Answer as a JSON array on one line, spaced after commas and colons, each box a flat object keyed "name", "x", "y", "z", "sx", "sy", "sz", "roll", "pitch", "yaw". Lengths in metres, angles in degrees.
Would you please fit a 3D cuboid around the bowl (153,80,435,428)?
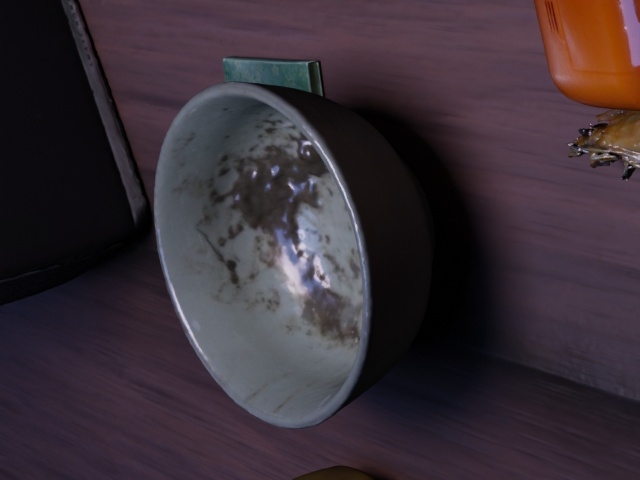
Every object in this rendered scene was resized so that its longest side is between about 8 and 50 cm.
[{"name": "bowl", "x": 0.000, "y": 0.000, "z": 1.452, "sx": 0.289, "sy": 0.146, "sz": 0.289, "roll": 23, "pitch": 121, "yaw": 47}]

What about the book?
[{"name": "book", "x": -0.040, "y": -0.112, "z": 1.572, "sx": 0.135, "sy": 0.017, "sz": 0.103, "roll": 10, "pitch": 112, "yaw": 53}]

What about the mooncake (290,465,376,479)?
[{"name": "mooncake", "x": 0.040, "y": 0.323, "z": 1.557, "sx": 0.235, "sy": 0.117, "sz": 0.235, "roll": 31, "pitch": 130, "yaw": 46}]

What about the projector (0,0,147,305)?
[{"name": "projector", "x": -0.442, "y": -0.111, "z": 1.790, "sx": 0.242, "sy": 0.405, "sz": 0.395, "roll": -25, "pitch": 83, "yaw": 55}]

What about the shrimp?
[{"name": "shrimp", "x": 0.246, "y": -0.038, "z": 1.195, "sx": 0.178, "sy": 0.034, "sz": 0.124, "roll": -9, "pitch": 103, "yaw": 51}]

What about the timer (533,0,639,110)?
[{"name": "timer", "x": 0.198, "y": -0.210, "z": 1.099, "sx": 0.250, "sy": 0.161, "sz": 0.257, "roll": -157, "pitch": 51, "yaw": -72}]
